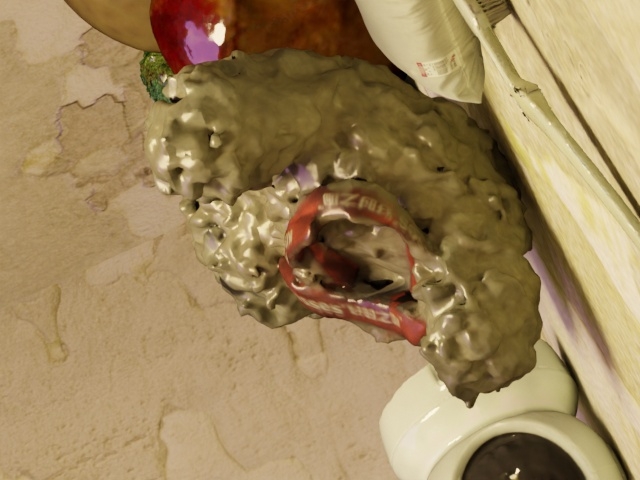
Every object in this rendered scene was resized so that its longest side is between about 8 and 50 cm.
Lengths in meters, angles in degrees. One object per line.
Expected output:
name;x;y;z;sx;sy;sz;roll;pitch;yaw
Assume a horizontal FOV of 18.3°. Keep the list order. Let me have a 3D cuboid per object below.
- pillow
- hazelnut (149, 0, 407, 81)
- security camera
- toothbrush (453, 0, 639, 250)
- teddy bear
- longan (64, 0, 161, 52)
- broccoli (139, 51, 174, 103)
pillow;0.042;-0.214;1.346;0.144;0.078;0.254;-116;1;-47
hazelnut;-0.028;-0.200;1.738;0.233;0.218;0.218;22;-161;-22
security camera;0.175;0.226;1.782;0.194;0.194;0.236;67;180;-58
toothbrush;0.141;-0.065;1.172;0.026;0.028;0.294;64;180;-51
teddy bear;0.000;0.000;1.640;0.357;0.224;0.367;35;150;-6
longan;-0.143;-0.333;1.931;0.319;0.318;0.319;155;90;-89
broccoli;-0.035;-0.178;2.109;0.308;0.307;0.275;-120;30;-80
